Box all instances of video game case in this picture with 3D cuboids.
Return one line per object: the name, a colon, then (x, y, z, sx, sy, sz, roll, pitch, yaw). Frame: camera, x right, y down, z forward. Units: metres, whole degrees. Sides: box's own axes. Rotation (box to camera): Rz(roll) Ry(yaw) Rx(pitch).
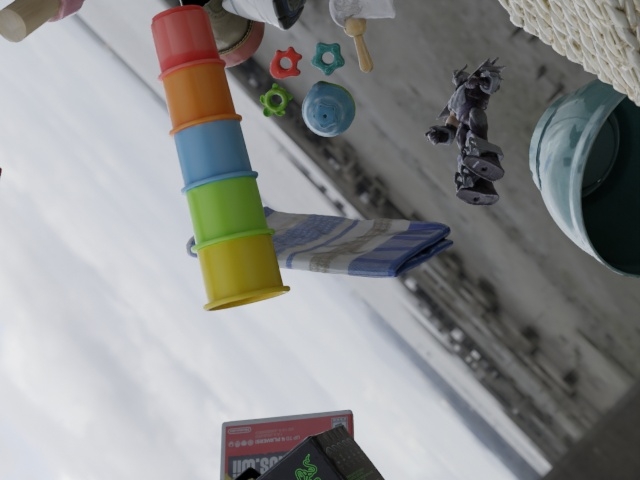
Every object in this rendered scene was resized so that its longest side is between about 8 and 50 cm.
video game case: (-0.049, 0.386, 1.895, 0.025, 0.204, 0.285, 72, -166, -54)

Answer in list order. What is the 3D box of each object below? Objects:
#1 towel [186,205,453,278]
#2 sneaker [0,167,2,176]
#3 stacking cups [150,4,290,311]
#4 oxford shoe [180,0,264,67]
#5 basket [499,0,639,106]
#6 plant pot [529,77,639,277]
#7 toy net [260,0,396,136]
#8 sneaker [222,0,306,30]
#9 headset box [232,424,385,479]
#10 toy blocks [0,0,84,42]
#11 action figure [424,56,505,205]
towel: (0.000, 0.000, 1.612, 0.285, 0.034, 0.209, 6, -165, 26)
sneaker: (-0.541, -0.058, 1.856, 0.128, 0.221, 0.087, 33, 148, 8)
stacking cups: (-0.112, -0.087, 1.371, 0.096, 0.096, 0.316, 46, -150, -80)
oxford shoe: (-0.161, -0.425, 1.959, 0.130, 0.123, 0.348, 47, -158, -48)
basket: (0.332, -0.390, 1.486, 0.331, 0.266, 0.328, 52, 177, -40)
plant pot: (0.423, -0.114, 1.860, 0.293, 0.293, 0.196, 45, 172, -33)
toy net: (0.015, -0.244, 1.619, 0.122, 0.232, 0.045, 24, -160, 0)
sneaker: (-0.113, -0.419, 1.750, 0.129, 0.111, 0.297, 8, 127, 29)
headset box: (-0.008, 0.380, 1.463, 0.283, 0.246, 0.131, 52, -168, 12)
toy blocks: (-0.453, -0.370, 1.604, 0.309, 0.288, 0.260, 56, -145, -16)
action figure: (0.254, -0.200, 2.203, 0.099, 0.185, 0.285, 11, -134, -17)
